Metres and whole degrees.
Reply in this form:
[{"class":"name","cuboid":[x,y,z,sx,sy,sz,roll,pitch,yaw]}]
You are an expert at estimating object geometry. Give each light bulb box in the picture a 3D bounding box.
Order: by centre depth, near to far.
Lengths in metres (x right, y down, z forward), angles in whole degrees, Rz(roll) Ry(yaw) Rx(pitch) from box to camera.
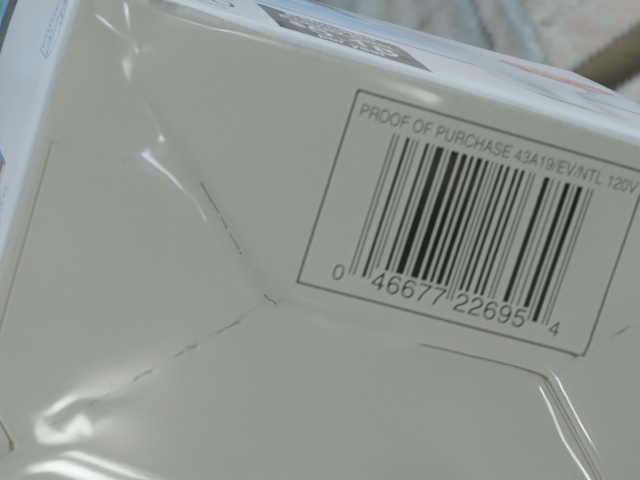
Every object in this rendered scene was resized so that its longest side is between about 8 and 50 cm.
[{"class":"light bulb box","cuboid":[0.000,0.000,0.993,0.361,0.358,0.225,-131,58,-71]}]
